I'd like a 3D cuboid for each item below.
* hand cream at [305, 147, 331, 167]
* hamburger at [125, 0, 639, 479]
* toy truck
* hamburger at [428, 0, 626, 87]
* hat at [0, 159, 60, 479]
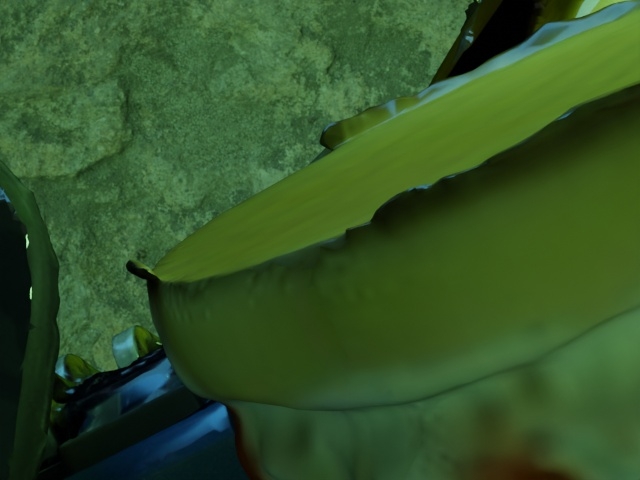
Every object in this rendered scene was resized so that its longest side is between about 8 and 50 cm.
[{"bbox_3d":[0.000,0.000,0.774,0.047,0.076,0.174,-10,-2,-11],"label":"hand cream"},{"bbox_3d":[0.083,0.035,0.546,0.261,0.186,0.302,-29,11,-35],"label":"hamburger"},{"bbox_3d":[-0.053,0.109,0.960,0.146,0.175,0.367,-26,1,10],"label":"toy truck"},{"bbox_3d":[0.133,-0.015,0.812,0.276,0.179,0.294,-56,10,24],"label":"hamburger"},{"bbox_3d":[-0.256,0.145,0.817,0.257,0.382,0.366,-6,-13,-30],"label":"hat"}]
